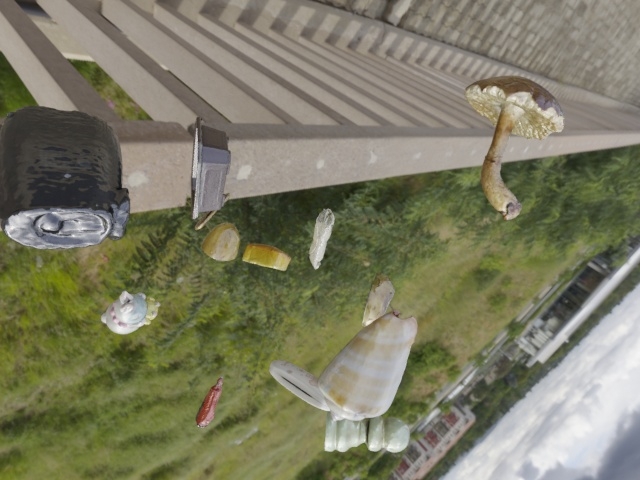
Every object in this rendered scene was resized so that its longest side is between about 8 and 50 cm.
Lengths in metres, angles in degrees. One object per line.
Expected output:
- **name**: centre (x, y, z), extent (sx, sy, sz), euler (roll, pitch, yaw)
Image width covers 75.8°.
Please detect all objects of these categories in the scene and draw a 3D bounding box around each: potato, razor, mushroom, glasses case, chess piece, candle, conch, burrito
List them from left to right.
- **razor**: centre (-0.436, -0.124, 0.701), extent (0.189, 0.326, 0.107), euler (-1, 131, -34)
- **candle**: centre (-0.329, 0.489, 1.256), extent (0.162, 0.053, 0.048), euler (-66, 155, 0)
- **potato**: centre (-0.472, -0.009, 2.014), extent (0.204, 0.178, 0.158), euler (-5, 128, -54)
- **glasses case**: centre (-0.044, 0.367, 1.050), extent (0.081, 0.204, 0.051), euler (15, 99, -64)
- **burrito**: centre (0.000, 0.000, 1.579), extent (0.059, 0.082, 0.275), euler (-1, 136, -18)
- **chess piece**: centre (0.139, 0.562, 1.215), extent (0.133, 0.244, 0.133), euler (2, 90, -83)
- **conch**: centre (0.093, 0.256, 0.783), extent (0.159, 0.127, 0.255), euler (23, 112, -11)
- **potato**: centre (0.207, 0.218, 1.443), extent (0.164, 0.081, 0.200), euler (59, 49, -74)
- **mushroom**: centre (0.415, -0.243, 0.938), extent (0.208, 0.233, 0.301), euler (92, 23, -61)

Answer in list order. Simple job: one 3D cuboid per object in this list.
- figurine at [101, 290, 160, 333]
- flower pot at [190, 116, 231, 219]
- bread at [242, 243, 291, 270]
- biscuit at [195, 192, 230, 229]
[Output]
- **figurine**: centre (-0.629, 0.236, 1.385), extent (0.155, 0.127, 0.236), euler (21, 146, -31)
- **flower pot**: centre (-0.287, -0.179, 1.068), extent (0.084, 0.178, 0.250), euler (1, 137, -21)
- **bread**: centre (-0.238, 0.073, 1.813), extent (0.102, 0.246, 0.094), euler (31, 72, -50)
- **biscuit**: centre (-0.313, -0.086, 1.196), extent (0.018, 0.071, 0.147), euler (43, 74, -19)
